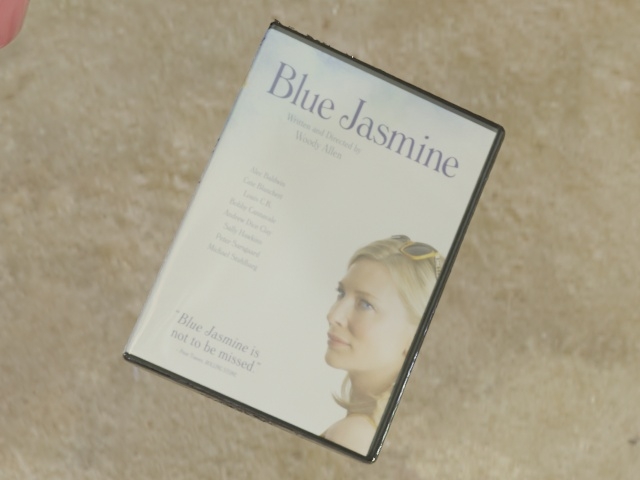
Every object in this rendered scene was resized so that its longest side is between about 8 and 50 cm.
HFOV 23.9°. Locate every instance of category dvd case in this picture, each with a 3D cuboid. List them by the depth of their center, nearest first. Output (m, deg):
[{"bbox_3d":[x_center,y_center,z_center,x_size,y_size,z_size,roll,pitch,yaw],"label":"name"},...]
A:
[{"bbox_3d":[0.000,0.000,1.012,0.180,0.022,0.253,24,77,-5],"label":"dvd case"}]

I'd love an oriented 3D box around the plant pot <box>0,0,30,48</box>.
[{"bbox_3d":[-0.313,-0.260,1.274,0.201,0.180,0.201,6,48,-6],"label":"plant pot"}]
